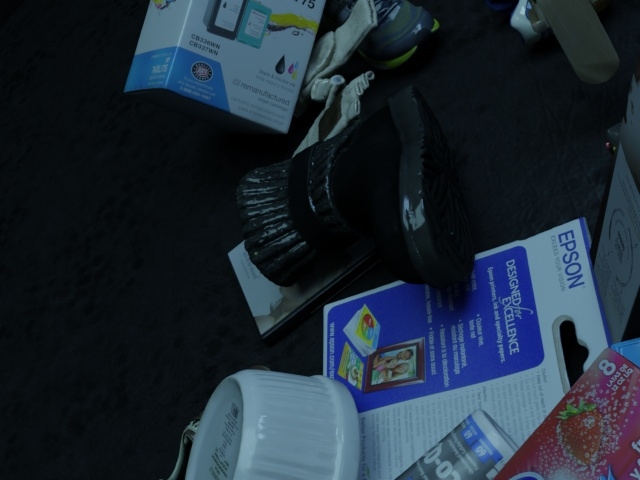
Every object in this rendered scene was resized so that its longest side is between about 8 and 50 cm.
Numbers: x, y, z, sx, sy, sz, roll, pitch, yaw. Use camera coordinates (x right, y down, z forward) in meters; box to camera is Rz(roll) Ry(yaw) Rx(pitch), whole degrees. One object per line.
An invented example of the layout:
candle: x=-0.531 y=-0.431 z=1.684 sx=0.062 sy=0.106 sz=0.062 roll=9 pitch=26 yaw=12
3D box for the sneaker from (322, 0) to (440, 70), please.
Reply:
sneaker: x=0.062 y=-0.346 z=1.263 sx=0.111 sy=0.121 sz=0.300 roll=-46 pitch=41 yaw=-2

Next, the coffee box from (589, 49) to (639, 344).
coffee box: x=0.316 y=-0.043 z=0.640 sx=0.168 sy=0.297 sz=0.119 roll=-3 pitch=51 yaw=3

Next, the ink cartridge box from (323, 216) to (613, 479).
ink cartridge box: x=0.142 y=0.155 z=0.826 sx=0.307 sy=0.072 sz=0.304 roll=-19 pitch=46 yaw=23

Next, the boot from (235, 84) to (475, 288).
boot: x=0.026 y=-0.020 z=0.956 sx=0.260 sy=0.131 sz=0.348 roll=-27 pitch=25 yaw=17

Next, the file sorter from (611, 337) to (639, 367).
file sorter: x=0.333 y=0.133 z=0.657 sx=0.170 sy=0.104 sz=0.118 roll=-19 pitch=46 yaw=26

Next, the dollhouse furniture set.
dollhouse furniture set: x=0.380 y=-0.357 z=0.985 sx=0.303 sy=0.174 sz=0.356 roll=-27 pitch=26 yaw=22

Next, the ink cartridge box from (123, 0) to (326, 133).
ink cartridge box: x=-0.134 y=-0.314 z=1.249 sx=0.197 sy=0.198 sz=0.270 roll=14 pitch=88 yaw=60

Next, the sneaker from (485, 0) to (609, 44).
sneaker: x=0.263 y=-0.375 z=1.133 sx=0.131 sy=0.112 sz=0.297 roll=-30 pitch=42 yaw=16

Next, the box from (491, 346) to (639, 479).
box: x=0.171 y=0.217 z=0.557 sx=0.257 sy=0.128 sz=0.122 roll=-51 pitch=41 yaw=4

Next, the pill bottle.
pill bottle: x=0.105 y=0.210 z=0.701 sx=0.137 sy=0.078 sz=0.078 roll=-42 pitch=41 yaw=4

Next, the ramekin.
ramekin: x=-0.056 y=0.223 z=0.828 sx=0.207 sy=0.109 sz=0.207 roll=-162 pitch=90 yaw=-71

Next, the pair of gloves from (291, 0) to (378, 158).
pair of gloves: x=0.008 y=-0.206 z=1.183 sx=0.204 sy=0.042 sz=0.240 roll=-40 pitch=38 yaw=46

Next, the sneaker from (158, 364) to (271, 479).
sneaker: x=-0.115 y=0.219 z=0.975 sx=0.066 sy=0.071 sz=0.188 roll=7 pitch=62 yaw=43

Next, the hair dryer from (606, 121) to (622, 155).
hair dryer: x=0.401 y=-0.139 z=0.787 sx=0.223 sy=0.080 sz=0.293 roll=-42 pitch=21 yaw=5

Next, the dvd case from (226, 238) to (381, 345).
dvd case: x=0.000 y=0.000 z=1.102 sx=0.253 sy=0.022 sz=0.180 roll=-38 pitch=41 yaw=7
